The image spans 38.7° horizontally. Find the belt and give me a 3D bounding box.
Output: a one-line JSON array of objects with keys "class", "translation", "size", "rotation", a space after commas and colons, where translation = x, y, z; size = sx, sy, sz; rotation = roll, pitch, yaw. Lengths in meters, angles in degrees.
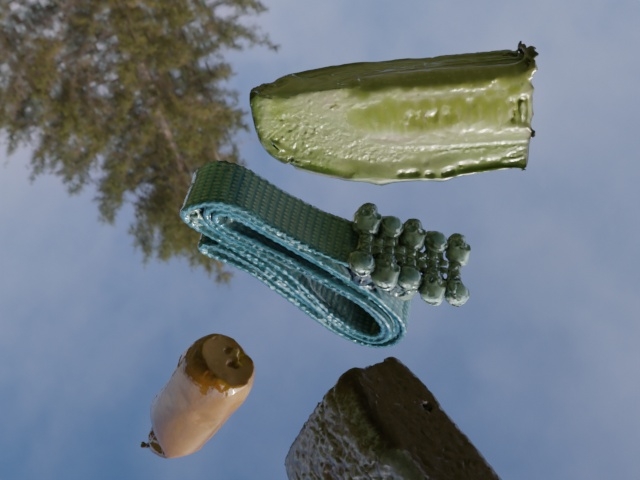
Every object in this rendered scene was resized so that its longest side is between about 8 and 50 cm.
[{"class": "belt", "translation": [-0.001, 0.003, 0.591], "size": [0.100, 0.179, 0.065], "rotation": [-40, -152, 43]}]

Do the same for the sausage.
[{"class": "sausage", "translation": [-0.195, 0.248, 1.358], "size": [0.112, 0.328, 0.112], "rotation": [16, -130, -20]}]

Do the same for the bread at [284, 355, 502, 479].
[{"class": "bread", "translation": [0.126, 0.300, 0.781], "size": [0.113, 0.165, 0.416], "rotation": [-12, -128, -41]}]

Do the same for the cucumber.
[{"class": "cucumber", "translation": [0.081, -0.143, 1.046], "size": [0.325, 0.145, 0.105], "rotation": [-6, -161, -6]}]
